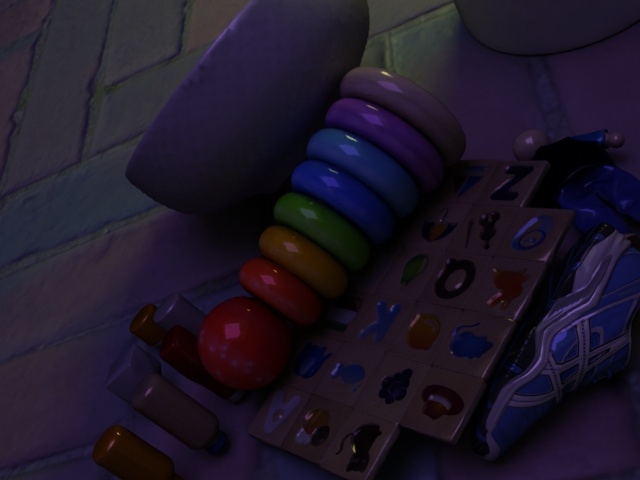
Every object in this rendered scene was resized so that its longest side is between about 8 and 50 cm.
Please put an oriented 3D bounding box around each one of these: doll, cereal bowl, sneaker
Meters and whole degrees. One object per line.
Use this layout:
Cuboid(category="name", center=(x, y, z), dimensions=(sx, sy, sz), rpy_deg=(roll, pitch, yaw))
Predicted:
Cuboid(category="doll", center=(0.236, -0.051, 0.792), dimensions=(0.129, 0.046, 0.189), rpy_deg=(-35, 43, 2))
Cuboid(category="cereal bowl", center=(-0.058, -0.155, 0.955), dimensions=(0.339, 0.141, 0.339), rpy_deg=(-50, 5, 6))
Cuboid(category="sneaker", center=(0.194, 0.091, 0.672), dimensions=(0.081, 0.080, 0.211), rpy_deg=(34, 96, 3))

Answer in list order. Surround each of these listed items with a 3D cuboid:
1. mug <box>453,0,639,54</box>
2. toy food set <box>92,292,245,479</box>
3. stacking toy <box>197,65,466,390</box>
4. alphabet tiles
Cuboid(category="mug", center=(0.266, -0.421, 0.882), dimensions=(0.374, 0.328, 0.276), rpy_deg=(-15, 47, 23))
Cuboid(category="toy food set", center=(-0.144, 0.148, 0.867), dimensions=(0.111, 0.104, 0.232), rpy_deg=(-42, 23, 16))
Cuboid(category="stacking toy", center=(0.000, 0.000, 0.823), dimensions=(0.141, 0.141, 0.330), rpy_deg=(25, 77, 44))
Cuboid(category="alphabet tiles", center=(0.072, 0.055, 0.796), dimensions=(0.285, 0.011, 0.342), rpy_deg=(6, 57, 51))
